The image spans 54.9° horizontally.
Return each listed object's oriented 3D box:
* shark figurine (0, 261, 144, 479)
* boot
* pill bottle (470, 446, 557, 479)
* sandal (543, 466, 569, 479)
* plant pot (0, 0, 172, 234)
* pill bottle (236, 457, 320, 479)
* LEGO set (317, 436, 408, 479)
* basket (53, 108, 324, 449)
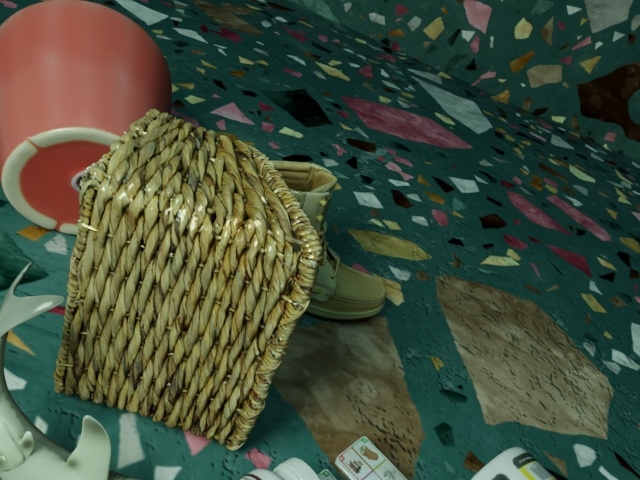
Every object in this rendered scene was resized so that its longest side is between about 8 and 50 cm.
[{"bbox_3d":[-0.251,0.174,0.557,0.166,0.116,0.278,-32,100,-16],"label":"shark figurine"},{"bbox_3d":[0.000,0.000,0.895,0.261,0.203,0.095,18,33,-6],"label":"boot"},{"bbox_3d":[0.247,0.330,0.636,0.119,0.119,0.208,-7,37,-39],"label":"pill bottle"},{"bbox_3d":[0.345,0.370,0.700,0.302,0.086,0.120,28,2,40],"label":"sandal"},{"bbox_3d":[-0.339,-0.159,0.883,0.274,0.275,0.243,5,45,-27],"label":"plant pot"},{"bbox_3d":[-0.069,0.265,0.559,0.152,0.086,0.086,-22,53,-38],"label":"pill bottle"},{"bbox_3d":[0.067,0.341,0.615,0.182,0.060,0.244,-27,55,-38],"label":"LEGO set"},{"bbox_3d":[-0.129,0.038,0.672,0.223,0.299,0.213,19,31,-3],"label":"basket"}]
